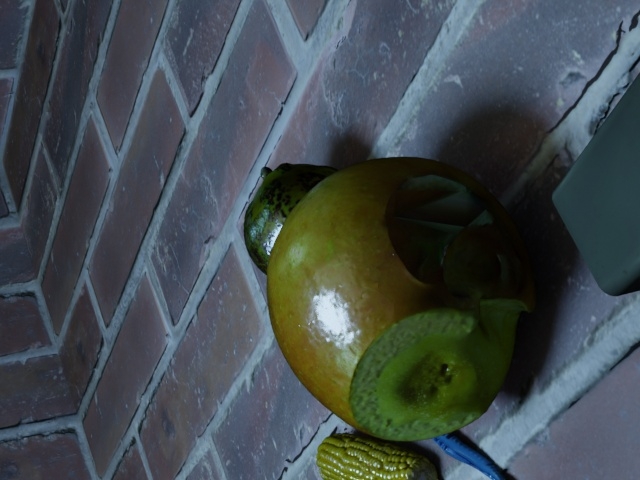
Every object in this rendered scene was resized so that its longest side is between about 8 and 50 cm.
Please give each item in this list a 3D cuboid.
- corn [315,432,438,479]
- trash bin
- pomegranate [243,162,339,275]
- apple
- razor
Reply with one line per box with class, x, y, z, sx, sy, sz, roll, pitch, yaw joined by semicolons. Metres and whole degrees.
corn;0.080;0.378;2.006;0.310;0.102;0.101;-2;96;64
trash bin;0.372;-0.063;1.297;0.164;0.122;0.240;66;151;25
pomegranate;0.009;-0.013;1.947;0.277;0.222;0.203;21;113;23
apple;0.120;0.069;1.627;0.384;0.374;0.374;47;148;1
razor;0.226;0.332;1.781;0.082;0.042;0.253;49;175;-36
